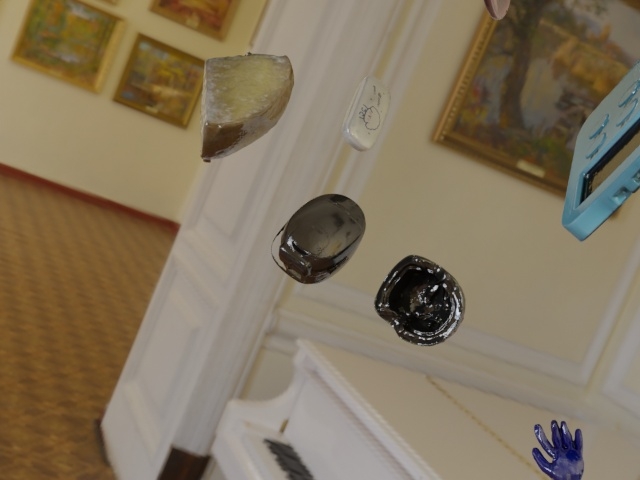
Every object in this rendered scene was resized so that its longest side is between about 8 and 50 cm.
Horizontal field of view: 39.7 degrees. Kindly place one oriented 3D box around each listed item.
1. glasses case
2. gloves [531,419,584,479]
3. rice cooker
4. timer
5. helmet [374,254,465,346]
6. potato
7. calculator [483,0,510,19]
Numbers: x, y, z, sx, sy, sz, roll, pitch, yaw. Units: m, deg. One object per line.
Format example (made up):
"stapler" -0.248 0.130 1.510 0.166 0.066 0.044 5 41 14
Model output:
"glasses case" 0.096 -0.262 1.825 0.076 0.197 0.049 38 -41 -20
"gloves" 0.297 0.264 1.105 0.064 0.086 0.026 2 -30 4
"rice cooker" -0.001 0.000 1.735 0.142 0.203 0.118 41 -24 17
"timer" 0.379 -0.134 1.049 0.091 0.232 0.250 39 42 4
"helmet" 0.202 0.118 1.680 0.177 0.153 0.107 43 13 25
"potato" -0.156 -0.247 1.867 0.190 0.211 0.264 4 44 -10
"calculator" 0.369 -0.537 1.861 0.024 0.103 0.166 14 -25 32
